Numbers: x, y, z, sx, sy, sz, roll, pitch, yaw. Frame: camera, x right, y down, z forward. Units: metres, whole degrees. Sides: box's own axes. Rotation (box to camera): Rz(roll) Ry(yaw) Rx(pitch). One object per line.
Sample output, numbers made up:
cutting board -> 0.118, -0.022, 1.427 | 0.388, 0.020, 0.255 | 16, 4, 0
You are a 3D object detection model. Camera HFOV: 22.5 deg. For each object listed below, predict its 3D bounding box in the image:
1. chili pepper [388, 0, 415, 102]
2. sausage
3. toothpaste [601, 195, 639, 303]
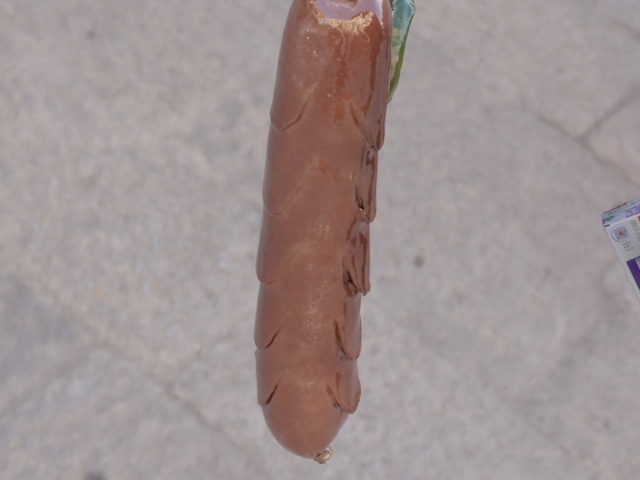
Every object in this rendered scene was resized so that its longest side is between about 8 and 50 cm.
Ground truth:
chili pepper -> 0.057, -0.190, 1.793 | 0.072, 0.204, 0.073 | 15, 3, 32
sausage -> -0.002, 0.000, 1.152 | 0.087, 0.433, 0.088 | 3, 34, -2
toothpaste -> 0.298, 0.057, 1.365 | 0.196, 0.047, 0.040 | 62, 16, -16
